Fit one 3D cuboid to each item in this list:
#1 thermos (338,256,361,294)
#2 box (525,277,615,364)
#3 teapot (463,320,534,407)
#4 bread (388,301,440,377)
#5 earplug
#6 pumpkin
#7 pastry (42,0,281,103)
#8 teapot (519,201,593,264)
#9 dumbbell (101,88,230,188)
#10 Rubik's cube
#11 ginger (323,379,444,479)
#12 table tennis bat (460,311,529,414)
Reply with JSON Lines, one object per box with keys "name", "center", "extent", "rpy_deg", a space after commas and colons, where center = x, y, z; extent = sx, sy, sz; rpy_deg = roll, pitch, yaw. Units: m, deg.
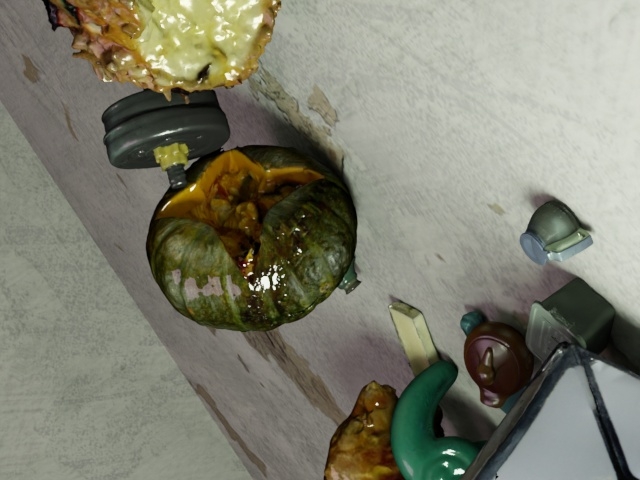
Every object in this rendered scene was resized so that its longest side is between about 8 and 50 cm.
{"name": "thermos", "center": [-0.002, 0.002, 2.095], "extent": [0.187, 0.083, 0.073], "rpy_deg": [50, -175, 7]}
{"name": "box", "center": [0.298, 0.105, 1.563], "extent": [0.084, 0.069, 0.122], "rpy_deg": [43, 158, 25]}
{"name": "teapot", "center": [0.234, 0.170, 1.769], "extent": [0.098, 0.078, 0.129], "rpy_deg": [19, 133, 24]}
{"name": "bread", "center": [0.153, 0.164, 2.060], "extent": [0.068, 0.028, 0.153], "rpy_deg": [26, 146, 53]}
{"name": "earplug", "center": [0.228, 0.352, 2.004], "extent": [0.280, 0.164, 0.257], "rpy_deg": [39, -163, -37]}
{"name": "pumpkin", "center": [-0.101, -0.004, 1.938], "extent": [0.320, 0.320, 0.192], "rpy_deg": [37, 155, 40]}
{"name": "pastry", "center": [-0.229, -0.373, 1.648], "extent": [0.337, 0.292, 0.405], "rpy_deg": [46, 166, 39]}
{"name": "teapot", "center": [0.264, -0.001, 1.480], "extent": [0.088, 0.057, 0.066], "rpy_deg": [25, 147, 55]}
{"name": "dumbbell", "center": [-0.248, -0.261, 1.903], "extent": [0.185, 0.185, 0.388], "rpy_deg": [137, 120, -71]}
{"name": "Rubik's cube", "center": [0.327, 0.341, 1.467], "extent": [0.307, 0.310, 0.305], "rpy_deg": [25, 147, 26]}
{"name": "ginger", "center": [0.139, 0.385, 2.096], "extent": [0.152, 0.274, 0.357], "rpy_deg": [-2, 130, 56]}
{"name": "table tennis bat", "center": [0.250, 0.184, 1.865], "extent": [0.124, 0.033, 0.201], "rpy_deg": [13, 137, 58]}
